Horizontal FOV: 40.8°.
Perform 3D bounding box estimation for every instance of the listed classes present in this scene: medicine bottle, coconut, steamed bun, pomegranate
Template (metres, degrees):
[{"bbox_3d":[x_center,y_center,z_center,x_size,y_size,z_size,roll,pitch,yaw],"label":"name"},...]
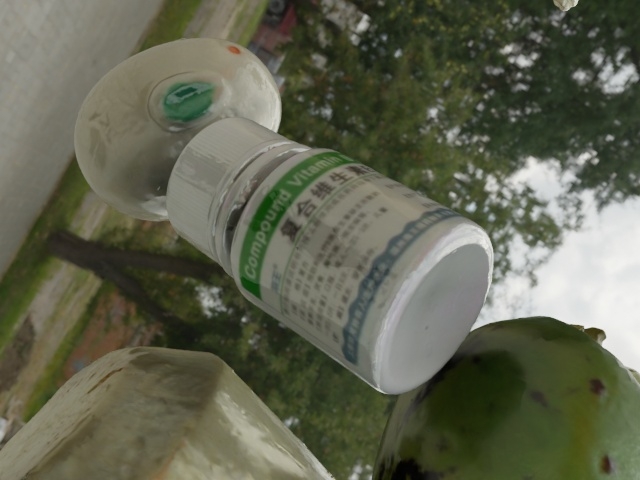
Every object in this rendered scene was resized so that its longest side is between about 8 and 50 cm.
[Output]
[{"bbox_3d":[0.000,0.000,0.650,0.139,0.237,0.139,-31,138,-33],"label":"medicine bottle"},{"bbox_3d":[-0.126,0.253,0.705,0.323,0.323,0.323,-59,-172,14],"label":"coconut"},{"bbox_3d":[-0.146,-0.106,0.890,0.228,0.177,0.131,-27,-144,14],"label":"steamed bun"},{"bbox_3d":[0.171,0.219,0.664,0.260,0.260,0.341,-50,-129,53],"label":"pomegranate"}]

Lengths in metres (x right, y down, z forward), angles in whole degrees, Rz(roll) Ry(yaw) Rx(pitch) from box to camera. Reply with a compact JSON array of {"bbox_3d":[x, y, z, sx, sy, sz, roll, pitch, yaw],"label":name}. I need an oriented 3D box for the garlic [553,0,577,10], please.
[{"bbox_3d":[0.294,-0.343,0.901,0.199,0.199,0.226,151,-46,-75],"label":"garlic"}]
